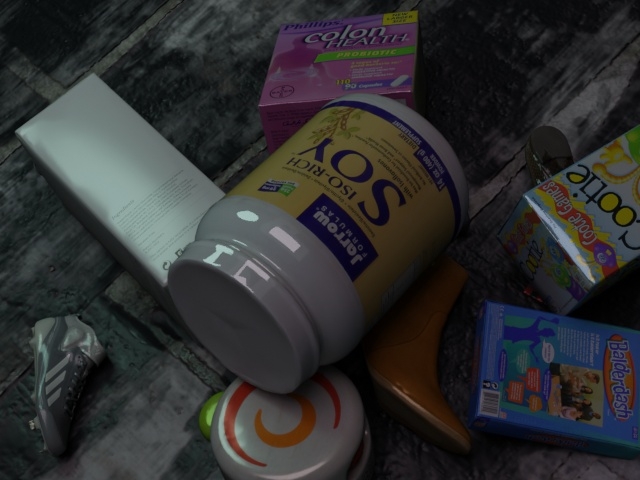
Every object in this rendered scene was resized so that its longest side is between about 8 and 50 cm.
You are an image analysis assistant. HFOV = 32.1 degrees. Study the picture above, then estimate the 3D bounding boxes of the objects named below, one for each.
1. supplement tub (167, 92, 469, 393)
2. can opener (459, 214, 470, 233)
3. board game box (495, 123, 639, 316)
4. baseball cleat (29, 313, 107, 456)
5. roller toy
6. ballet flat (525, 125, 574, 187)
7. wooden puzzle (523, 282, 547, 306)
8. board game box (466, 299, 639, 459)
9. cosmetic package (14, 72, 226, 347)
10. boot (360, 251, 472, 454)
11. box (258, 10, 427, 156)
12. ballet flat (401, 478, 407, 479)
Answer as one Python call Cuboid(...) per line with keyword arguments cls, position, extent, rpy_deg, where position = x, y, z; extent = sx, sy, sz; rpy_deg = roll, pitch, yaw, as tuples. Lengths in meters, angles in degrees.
Cuboid(cls="supplement tub", position=(0.000, 0.000, 1.351), extent=(0.241, 0.241, 0.331), rpy_deg=(29, 55, 25))
Cuboid(cls="can opener", position=(0.069, -0.041, 1.566), extent=(0.280, 0.093, 0.074), rpy_deg=(-1, 59, 6))
Cuboid(cls="board game box", position=(0.388, -0.041, 1.421), extent=(0.275, 0.144, 0.142), rpy_deg=(-30, 74, -16))
Cuboid(cls="baseball cleat", position=(-0.345, 0.190, 1.528), extent=(0.109, 0.072, 0.206), rpy_deg=(-12, 62, -3))
Cuboid(cls="roller toy", position=(-0.030, 0.257, 1.376), extent=(0.191, 0.146, 0.209), rpy_deg=(-26, 49, -10))
Cuboid(cls="ballet flat", position=(0.332, -0.042, 1.531), extent=(0.084, 0.058, 0.250), rpy_deg=(-6, 63, -12))
Cuboid(cls="wooden puzzle", position=(0.308, 0.064, 1.496), extent=(0.083, 0.006, 0.049), rpy_deg=(30, 71, 26))
Cuboid(cls="board game box", position=(0.294, 0.172, 1.378), extent=(0.210, 0.047, 0.160), rpy_deg=(12, 62, -2))
Cuboid(cls="cosmetic package", position=(-0.247, -0.045, 1.571), extent=(0.155, 0.197, 0.365), rpy_deg=(-40, 62, -13))
Cuboid(cls="boot", position=(0.133, 0.120, 1.449), extent=(0.295, 0.104, 0.211), rpy_deg=(36, 69, 25))
Cuboid(cls="box", position=(0.040, -0.217, 1.604), extent=(0.213, 0.117, 0.243), rpy_deg=(-4, 36, 11))
Cuboid(cls="ballet flat", position=(0.021, 0.433, 1.285), extent=(0.342, 0.116, 0.124), rpy_deg=(-41, 65, -9))
